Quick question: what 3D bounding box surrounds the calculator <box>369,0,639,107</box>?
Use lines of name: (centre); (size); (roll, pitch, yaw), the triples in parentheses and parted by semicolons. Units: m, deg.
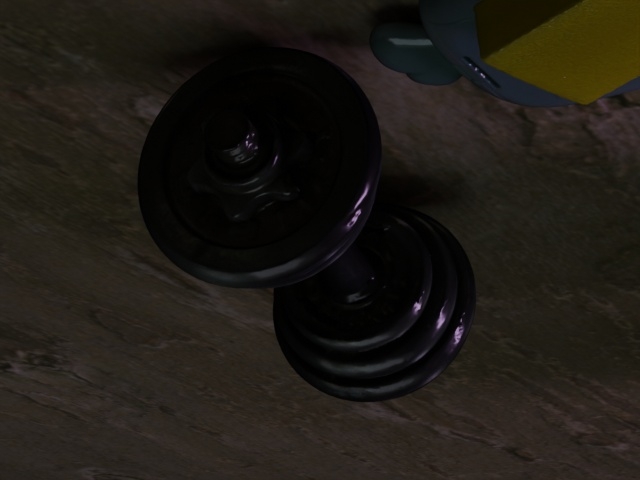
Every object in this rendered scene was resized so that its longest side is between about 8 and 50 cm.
calculator: (0.172, -0.145, 1.055); (0.299, 0.041, 0.185); (-13, 154, 28)

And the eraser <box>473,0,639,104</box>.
eraser: (0.168, -0.134, 0.973); (0.097, 0.045, 0.122); (18, 147, -37)

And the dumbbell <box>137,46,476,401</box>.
dumbbell: (0.000, 0.000, 1.248); (0.179, 0.179, 0.406); (-5, 157, 17)
